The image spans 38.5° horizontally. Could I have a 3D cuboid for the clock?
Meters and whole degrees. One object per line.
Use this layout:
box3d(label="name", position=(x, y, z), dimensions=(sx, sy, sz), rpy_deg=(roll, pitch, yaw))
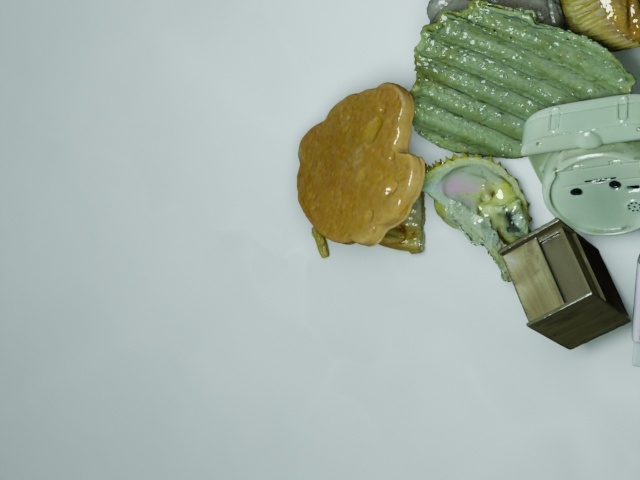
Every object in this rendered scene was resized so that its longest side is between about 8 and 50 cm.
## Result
box3d(label="clock", position=(0.543, -0.121, 1.751), dimensions=(0.265, 0.108, 0.324), rpy_deg=(-8, 133, 26))

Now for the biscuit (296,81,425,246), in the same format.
box3d(label="biscuit", position=(0.084, -0.148, 1.875), dimensions=(0.351, 0.057, 0.312), rpy_deg=(-43, 58, 36))

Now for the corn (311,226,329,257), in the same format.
box3d(label="corn", position=(0.000, 0.000, 2.087), dimensions=(0.027, 0.028, 0.083), rpy_deg=(-10, 99, 44))

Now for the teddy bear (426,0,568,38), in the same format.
box3d(label="teddy bear", position=(0.346, -0.411, 1.792), dimensions=(0.267, 0.151, 0.235), rpy_deg=(-2, 125, 30))

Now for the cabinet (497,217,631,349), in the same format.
box3d(label="cabinet", position=(0.473, 0.091, 1.796), dimensions=(0.148, 0.215, 0.174), rpy_deg=(-31, 57, 24))

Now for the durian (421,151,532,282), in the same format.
box3d(label="durian", position=(0.328, -0.060, 1.875), dimensions=(0.172, 0.166, 0.306), rpy_deg=(-31, 105, 28))

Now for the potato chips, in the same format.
box3d(label="potato chips", position=(0.374, -0.283, 1.762), dimensions=(0.430, 0.070, 0.358), rpy_deg=(21, 141, -3))

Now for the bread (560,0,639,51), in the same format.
box3d(label="bread", position=(0.549, -0.475, 1.670), dimensions=(0.228, 0.142, 0.253), rpy_deg=(-22, 96, -19))

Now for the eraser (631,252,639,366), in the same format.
box3d(label="eraser", position=(0.655, 0.135, 1.819), dimensions=(0.068, 0.124, 0.210), rpy_deg=(5, 104, 19))

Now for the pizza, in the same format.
box3d(label="pizza", position=(0.112, -0.109, 1.991), dimensions=(0.324, 0.089, 0.223), rpy_deg=(32, 114, 11))
